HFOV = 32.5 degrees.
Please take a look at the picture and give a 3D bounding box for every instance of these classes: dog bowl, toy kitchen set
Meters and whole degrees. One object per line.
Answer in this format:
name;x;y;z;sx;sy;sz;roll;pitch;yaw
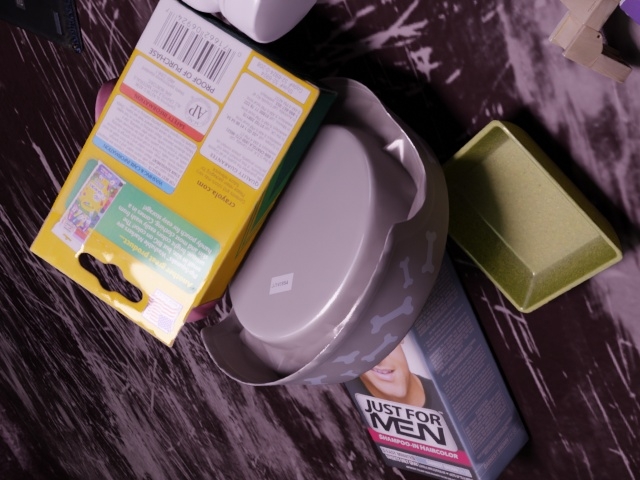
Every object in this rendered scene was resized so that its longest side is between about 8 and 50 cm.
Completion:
dog bowl;0.000;0.000;1.216;0.102;0.349;0.348;21;164;-34
toy kitchen set;0.248;-0.200;0.964;0.083;0.075;0.068;-57;33;25

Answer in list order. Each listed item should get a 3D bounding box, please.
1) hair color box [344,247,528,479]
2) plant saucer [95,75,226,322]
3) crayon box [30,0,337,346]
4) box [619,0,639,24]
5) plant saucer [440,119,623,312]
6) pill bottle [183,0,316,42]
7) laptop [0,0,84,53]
hair color box;0.108;0.135;1.411;0.185;0.113;0.375;4;127;49
plant saucer;-0.184;-0.062;1.432;0.084;0.332;0.332;-18;119;9
crayon box;-0.152;-0.075;1.203;0.203;0.083;0.323;33;102;10
box;0.351;-0.172;0.788;0.207;0.108;0.153;43;148;8
plant saucer;0.213;-0.030;1.168;0.188;0.045;0.188;47;148;1
pill bottle;-0.129;-0.339;1.134;0.283;0.160;0.160;39;147;14
laptop;-0.381;-0.489;1.246;0.407;0.236;0.382;26;143;20
